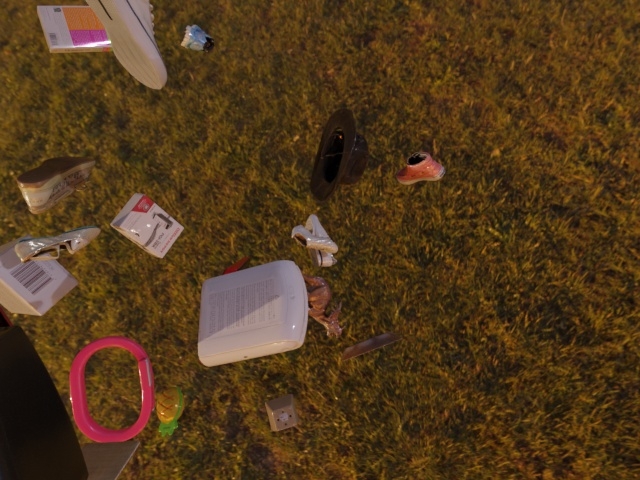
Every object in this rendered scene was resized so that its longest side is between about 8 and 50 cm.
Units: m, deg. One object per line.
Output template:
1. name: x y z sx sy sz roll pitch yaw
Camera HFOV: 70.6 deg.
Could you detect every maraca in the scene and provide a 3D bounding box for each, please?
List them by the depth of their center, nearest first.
1. maraca: -0.593 0.673 1.786 0.127 0.099 0.185 -25 51 30

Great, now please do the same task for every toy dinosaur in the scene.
1. toy dinosaur: -0.001 0.235 1.823 0.201 0.295 0.127 -2 26 10

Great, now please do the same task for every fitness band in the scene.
1. fitness band: -0.573 0.409 1.251 0.209 0.054 0.290 -5 92 -8

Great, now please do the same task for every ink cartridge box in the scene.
1. ink cartridge box: -0.415 -0.034 1.095 0.056 0.135 0.099 10 62 43

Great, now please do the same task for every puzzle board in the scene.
1. puzzle board: -0.408 0.410 0.827 0.128 0.011 0.096 -10 23 15

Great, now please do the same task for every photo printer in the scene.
1. photo printer: -0.181 0.195 1.247 0.308 0.107 0.255 -16 58 17

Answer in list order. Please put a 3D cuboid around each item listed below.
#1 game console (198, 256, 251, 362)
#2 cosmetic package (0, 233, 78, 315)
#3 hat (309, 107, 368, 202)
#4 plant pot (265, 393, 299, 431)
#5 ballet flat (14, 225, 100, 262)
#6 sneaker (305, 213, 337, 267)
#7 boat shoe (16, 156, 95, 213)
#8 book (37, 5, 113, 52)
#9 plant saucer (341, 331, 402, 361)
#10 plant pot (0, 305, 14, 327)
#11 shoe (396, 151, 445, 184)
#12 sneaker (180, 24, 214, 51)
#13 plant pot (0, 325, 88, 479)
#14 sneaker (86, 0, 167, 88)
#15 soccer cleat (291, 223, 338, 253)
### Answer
1. game console: -0.357 0.266 1.759 0.060 0.342 0.385 18 97 3
2. cosmetic package: -1.063 0.130 1.599 0.454 0.230 0.161 -7 36 45
3. hat: 0.085 -0.283 1.580 0.134 0.331 0.330 13 60 -25
4. plant pot: -0.137 0.642 1.664 0.109 0.096 0.108 -14 86 -11
5. ballet flat: -0.559 0.013 0.977 0.168 0.057 0.052 -17 73 -36
6. sneaker: 0.000 0.000 1.890 0.095 0.090 0.234 -6 72 -19
7. boat shoe: -0.695 -0.160 1.204 0.105 0.089 0.285 5 24 3
8. book: -0.535 -0.470 1.008 0.144 0.035 0.096 -17 90 -33
9. plant saucer: 0.150 0.318 1.378 0.199 0.198 0.036 -21 76 2
10. plant pot: -0.824 0.333 1.073 0.267 0.235 0.267 40 55 23
11. shoe: 0.268 -0.211 1.299 0.178 0.081 0.063 7 63 58
12. sneaker: -0.314 -0.515 1.179 0.073 0.063 0.162 22 23 -15
13. plant pot: -0.300 0.163 0.335 0.188 0.187 0.166 -8 92 -19
14. sneaker: -0.334 -0.392 0.819 0.094 0.258 0.091 19 65 13
15. soccer cleat: -0.025 0.009 1.774 0.197 0.068 0.076 28 43 -6
